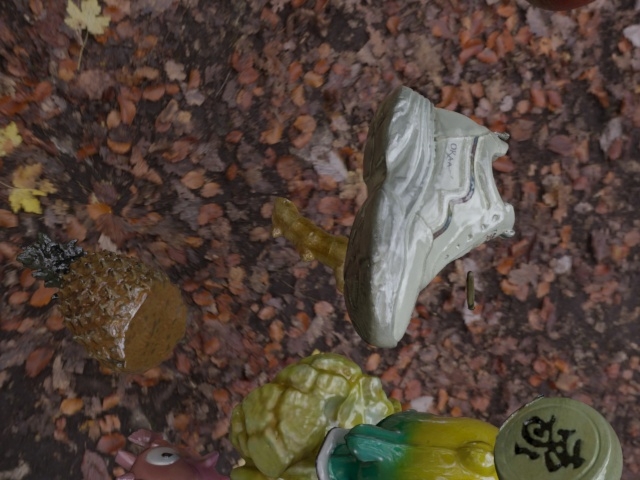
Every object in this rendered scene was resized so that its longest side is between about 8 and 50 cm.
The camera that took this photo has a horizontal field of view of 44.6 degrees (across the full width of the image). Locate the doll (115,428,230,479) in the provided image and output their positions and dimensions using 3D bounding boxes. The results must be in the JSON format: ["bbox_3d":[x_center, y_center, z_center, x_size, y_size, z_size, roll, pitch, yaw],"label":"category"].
[{"bbox_3d":[-0.259,0.419,1.379,0.211,0.262,0.093,7,111,-39],"label":"doll"}]

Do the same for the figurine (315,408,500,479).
[{"bbox_3d":[0.179,0.384,1.286,0.323,0.340,0.231,43,50,-35],"label":"figurine"}]

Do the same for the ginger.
[{"bbox_3d":[0.001,0.002,1.612,0.118,0.299,0.065,-43,145,-16],"label":"ginger"}]

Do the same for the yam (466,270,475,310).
[{"bbox_3d":[0.242,0.081,1.263,0.014,0.014,0.107,-31,143,-12],"label":"yam"}]

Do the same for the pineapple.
[{"bbox_3d":[-0.418,0.099,1.436,0.362,0.202,0.202,23,84,29],"label":"pineapple"}]

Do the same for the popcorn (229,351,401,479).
[{"bbox_3d":[-0.027,0.376,1.599,0.334,0.292,0.293,26,72,-39],"label":"popcorn"}]

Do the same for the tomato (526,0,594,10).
[{"bbox_3d":[0.360,-0.475,1.125,0.223,0.270,0.270,-25,98,-1],"label":"tomato"}]

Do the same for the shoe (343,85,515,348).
[{"bbox_3d":[0.153,-0.021,1.001,0.211,0.132,0.342,14,73,-9],"label":"shoe"}]

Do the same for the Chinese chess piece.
[{"bbox_3d":[0.273,0.250,0.905,0.144,0.144,0.058,-39,126,-11],"label":"Chinese chess piece"}]
